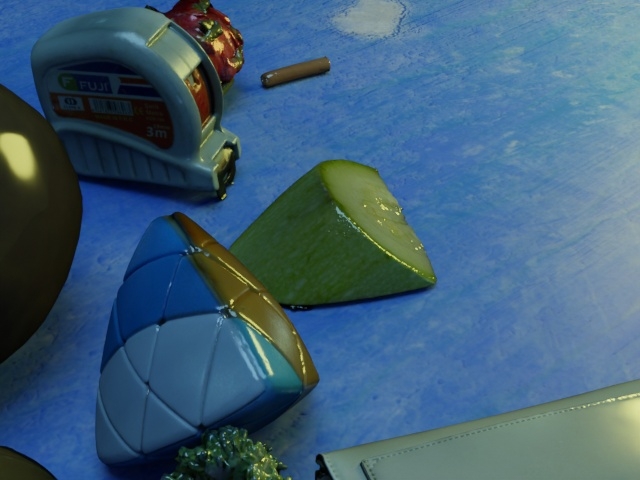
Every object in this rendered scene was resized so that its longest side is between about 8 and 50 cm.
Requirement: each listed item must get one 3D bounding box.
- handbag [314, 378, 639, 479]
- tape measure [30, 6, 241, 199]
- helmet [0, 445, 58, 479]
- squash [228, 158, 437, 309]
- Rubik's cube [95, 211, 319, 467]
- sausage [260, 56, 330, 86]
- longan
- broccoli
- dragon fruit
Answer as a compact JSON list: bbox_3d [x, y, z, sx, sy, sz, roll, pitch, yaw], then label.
[{"bbox_3d":[0.193,0.248,0.836,0.359,0.160,0.236,-10,36,-14],"label":"handbag"},{"bbox_3d":[-0.239,-0.183,1.277,0.243,0.246,0.125,7,37,16],"label":"tape measure"},{"bbox_3d":[-0.316,0.251,0.837,0.224,0.130,0.198,-10,45,-14],"label":"helmet"},{"bbox_3d":[0.000,0.000,1.226,0.204,0.155,0.237,23,26,-35],"label":"squash"},{"bbox_3d":[-0.113,0.140,0.971,0.255,0.254,0.254,1,40,-1],"label":"Rubik's cube"},{"bbox_3d":[-0.039,-0.262,1.525,0.116,0.026,0.026,-19,44,-21],"label":"sausage"},{"bbox_3d":[-0.434,-0.002,0.976,0.404,0.404,0.336,-35,88,-35],"label":"longan"},{"bbox_3d":[-0.067,0.244,0.807,0.155,0.167,0.160,13,18,-24],"label":"broccoli"},{"bbox_3d":[-0.202,-0.270,1.435,0.167,0.160,0.172,26,41,-7],"label":"dragon fruit"}]
